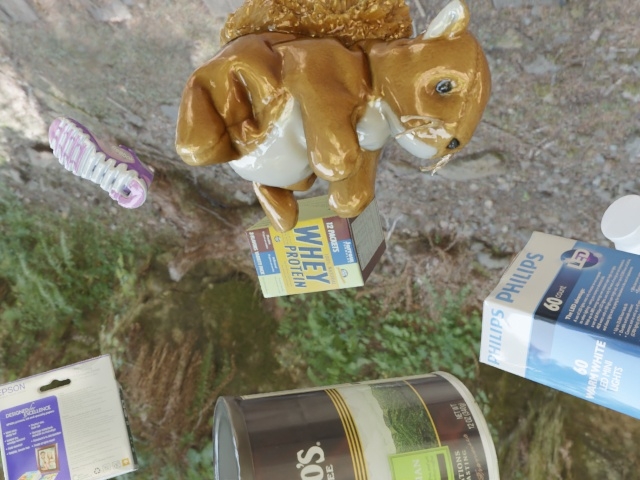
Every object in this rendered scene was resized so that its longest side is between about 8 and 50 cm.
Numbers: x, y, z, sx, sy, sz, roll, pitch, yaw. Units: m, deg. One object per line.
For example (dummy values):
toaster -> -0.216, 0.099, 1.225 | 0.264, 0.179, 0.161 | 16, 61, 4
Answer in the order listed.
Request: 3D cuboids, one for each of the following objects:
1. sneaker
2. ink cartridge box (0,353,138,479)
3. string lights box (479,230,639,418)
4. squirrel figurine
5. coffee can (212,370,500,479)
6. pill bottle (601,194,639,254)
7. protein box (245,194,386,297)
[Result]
sneaker -> -0.442, -0.169, 1.222 | 0.236, 0.104, 0.095 | 39, 123, -9
ink cartridge box -> -0.444, 0.328, 1.035 | 0.206, 0.208, 0.045 | -14, 165, -12
string lights box -> 0.283, 0.079, 0.494 | 0.260, 0.133, 0.077 | 16, 128, 33
squirrel figurine -> 0.040, -0.237, 0.838 | 0.370, 0.397, 0.281 | -14, 147, 21
coffee can -> 0.029, 0.263, 0.674 | 0.275, 0.201, 0.201 | -3, 159, -18
pill bottle -> 0.518, 0.005, 0.896 | 0.184, 0.103, 0.103 | 28, 152, -20
protein box -> 0.000, 0.000, 1.138 | 0.200, 0.201, 0.136 | -9, 105, 21
